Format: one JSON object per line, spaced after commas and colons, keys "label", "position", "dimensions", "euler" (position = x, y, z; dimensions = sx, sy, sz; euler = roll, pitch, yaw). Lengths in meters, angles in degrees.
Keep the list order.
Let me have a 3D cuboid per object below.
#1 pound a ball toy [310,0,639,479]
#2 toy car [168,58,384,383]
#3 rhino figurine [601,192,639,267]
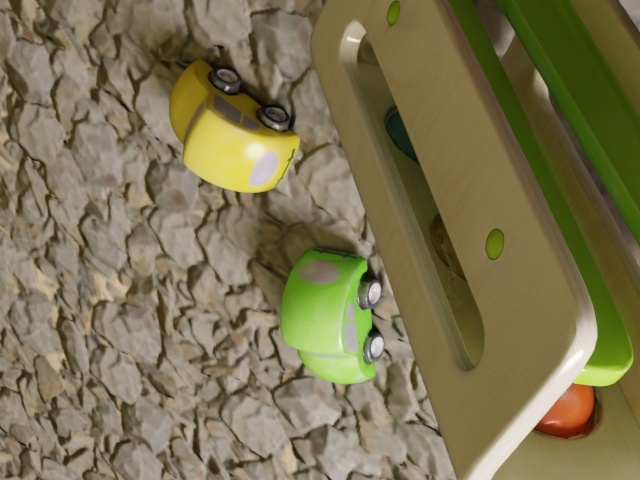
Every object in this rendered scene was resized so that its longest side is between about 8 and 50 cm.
{"label": "pound a ball toy", "position": [0.128, 0.006, 0.529], "dimensions": [0.136, 0.208, 0.319], "euler": [-61, 34, 39]}
{"label": "toy car", "position": [0.000, 0.000, 0.750], "dimensions": [0.239, 0.053, 0.225], "euler": [9, 116, 31]}
{"label": "rhino figurine", "position": [0.187, 0.010, 0.615], "dimensions": [0.243, 0.073, 0.106], "euler": [-19, 90, 35]}
